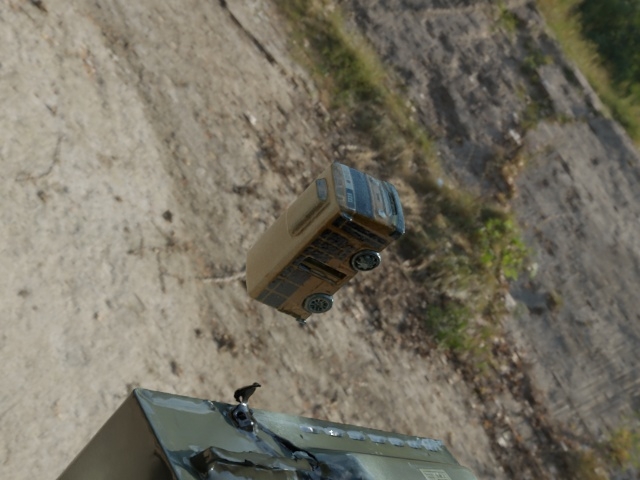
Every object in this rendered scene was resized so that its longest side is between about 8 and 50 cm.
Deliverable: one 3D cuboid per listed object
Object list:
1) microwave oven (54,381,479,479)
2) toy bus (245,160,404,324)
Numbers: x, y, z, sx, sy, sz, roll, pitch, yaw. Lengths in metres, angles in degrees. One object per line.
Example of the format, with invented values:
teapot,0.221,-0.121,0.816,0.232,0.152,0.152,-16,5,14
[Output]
microwave oven,-0.026,0.319,0.582,0.432,0.374,0.236,26,19,-52
toy bus,0.000,0.000,0.857,0.103,0.182,0.091,27,36,-28
